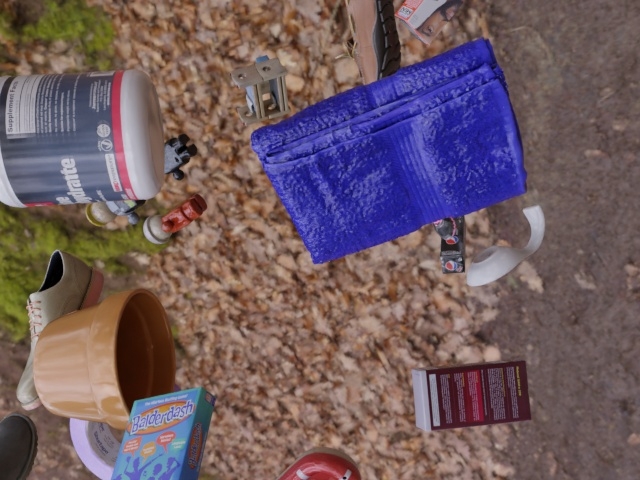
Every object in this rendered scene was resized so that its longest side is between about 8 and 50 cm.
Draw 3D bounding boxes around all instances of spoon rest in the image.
[{"bbox_3d":[0.455,0.026,1.720,0.084,0.276,0.137,53,154,-10],"label":"spoon rest"}]

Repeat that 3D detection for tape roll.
[{"bbox_3d":[-0.444,0.438,1.690,0.090,0.275,0.274,-42,-66,-73],"label":"tape roll"}]

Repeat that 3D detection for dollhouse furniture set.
[{"bbox_3d":[-0.171,-0.406,1.802,0.129,0.129,0.183,85,161,-50],"label":"dollhouse furniture set"}]

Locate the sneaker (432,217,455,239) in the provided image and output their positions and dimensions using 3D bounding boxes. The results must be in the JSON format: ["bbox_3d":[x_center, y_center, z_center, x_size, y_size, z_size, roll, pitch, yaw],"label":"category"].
[{"bbox_3d":[0.236,-0.054,1.476,0.047,0.057,0.119,-40,56,33],"label":"sneaker"}]

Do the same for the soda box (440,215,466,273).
[{"bbox_3d":[0.314,0.001,1.690,0.168,0.053,0.060,-75,-24,-47],"label":"soda box"}]

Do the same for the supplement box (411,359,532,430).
[{"bbox_3d":[0.325,0.331,1.545,0.073,0.240,0.130,144,122,-80],"label":"supplement box"}]

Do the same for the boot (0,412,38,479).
[{"bbox_3d":[-0.440,0.290,0.883,0.208,0.076,0.189,78,-159,-64],"label":"boot"}]

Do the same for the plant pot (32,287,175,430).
[{"bbox_3d":[-0.449,0.252,1.480,0.291,0.204,0.290,-7,-90,-81],"label":"plant pot"}]

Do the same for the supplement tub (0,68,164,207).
[{"bbox_3d":[-0.375,-0.147,1.042,0.191,0.273,0.191,176,90,-86],"label":"supplement tub"}]

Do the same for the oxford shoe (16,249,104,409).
[{"bbox_3d":[-0.641,0.200,1.673,0.146,0.141,0.396,47,-147,-37],"label":"oxford shoe"}]

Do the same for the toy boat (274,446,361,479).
[{"bbox_3d":[-0.013,0.556,1.530,0.151,0.231,0.151,37,-164,-19],"label":"toy boat"}]

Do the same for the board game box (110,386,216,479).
[{"bbox_3d":[-0.273,0.363,1.223,0.047,0.160,0.210,51,-147,-38],"label":"board game box"}]

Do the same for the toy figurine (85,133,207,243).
[{"bbox_3d":[-0.338,-0.112,1.355,0.148,0.210,0.212,-27,65,29],"label":"toy figurine"}]

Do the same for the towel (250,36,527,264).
[{"bbox_3d":[0.093,-0.091,0.885,0.076,0.308,0.227,-94,-20,-52],"label":"towel"}]

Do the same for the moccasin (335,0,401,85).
[{"bbox_3d":[0.125,-0.535,1.932,0.147,0.139,0.380,17,140,31],"label":"moccasin"}]

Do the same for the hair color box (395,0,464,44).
[{"bbox_3d":[0.248,-0.515,1.528,0.093,0.167,0.053,31,-168,-43],"label":"hair color box"}]
